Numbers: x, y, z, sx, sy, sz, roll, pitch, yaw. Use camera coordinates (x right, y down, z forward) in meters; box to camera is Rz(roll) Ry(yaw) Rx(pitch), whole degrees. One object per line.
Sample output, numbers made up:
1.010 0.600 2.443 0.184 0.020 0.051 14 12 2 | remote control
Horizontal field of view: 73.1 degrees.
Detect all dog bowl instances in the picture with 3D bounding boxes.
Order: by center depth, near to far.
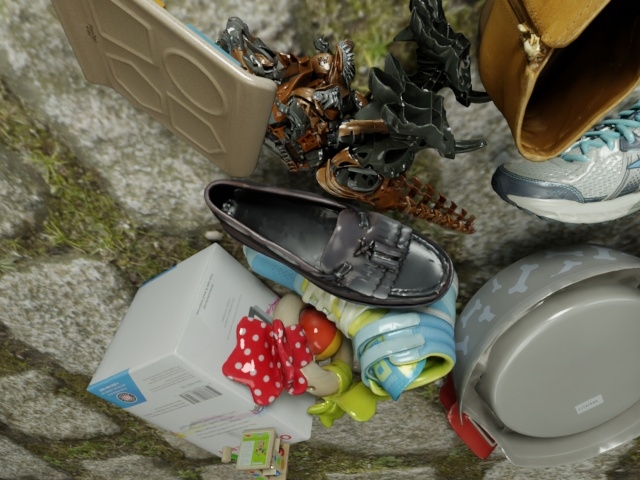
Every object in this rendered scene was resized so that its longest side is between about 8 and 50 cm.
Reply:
0.340 0.159 0.597 0.348 0.102 0.349 -3 119 -6 | dog bowl

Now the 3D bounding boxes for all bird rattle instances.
-0.019 0.165 0.639 0.253 0.207 0.143 34 123 -24 | bird rattle

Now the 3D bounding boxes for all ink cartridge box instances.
-0.160 0.187 0.687 0.198 0.197 0.270 -26 125 27 | ink cartridge box

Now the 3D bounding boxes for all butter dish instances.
0.275 0.271 0.771 0.160 0.118 0.160 -46 118 -11 | butter dish

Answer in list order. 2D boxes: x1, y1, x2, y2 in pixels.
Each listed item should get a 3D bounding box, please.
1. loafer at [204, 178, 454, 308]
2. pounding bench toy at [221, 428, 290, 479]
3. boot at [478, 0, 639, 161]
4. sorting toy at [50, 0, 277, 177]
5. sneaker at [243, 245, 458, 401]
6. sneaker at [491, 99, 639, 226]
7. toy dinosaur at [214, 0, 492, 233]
0.000 0.000 0.494 0.302 0.109 0.095 19 175 18 | loafer
-0.095 0.317 0.630 0.083 0.052 0.065 -12 132 16 | pounding bench toy
0.182 -0.214 0.260 0.103 0.211 0.295 9 133 -1 | boot
-0.142 -0.155 0.410 0.208 0.038 0.193 32 161 -5 | sorting toy
0.040 0.088 0.561 0.318 0.208 0.127 14 134 -5 | sneaker
0.319 -0.097 0.441 0.282 0.110 0.122 -7 120 4 | sneaker
0.046 -0.117 0.444 0.321 0.165 0.218 16 154 -29 | toy dinosaur
